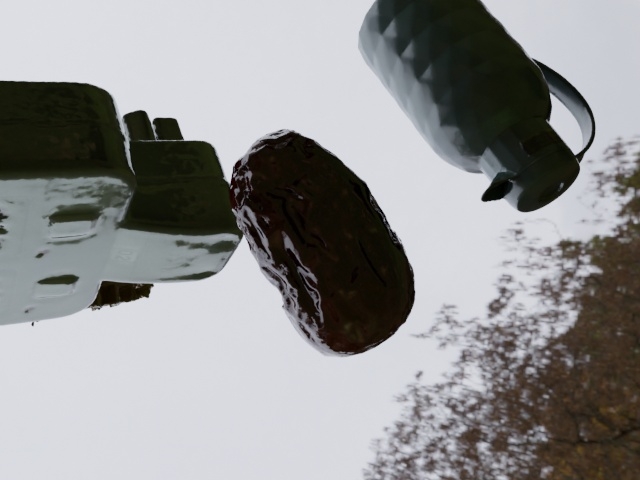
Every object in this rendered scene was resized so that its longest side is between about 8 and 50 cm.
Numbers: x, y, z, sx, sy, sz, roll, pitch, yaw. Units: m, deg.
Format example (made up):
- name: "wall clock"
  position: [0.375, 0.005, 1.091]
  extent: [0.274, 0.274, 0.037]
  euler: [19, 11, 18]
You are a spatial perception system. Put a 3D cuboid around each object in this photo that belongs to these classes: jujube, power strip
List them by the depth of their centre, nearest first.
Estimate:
- name: "jujube"
  position: [0.000, 0.000, 0.405]
  extent: [0.077, 0.077, 0.129]
  euler: [-34, -86, -35]
- name: "power strip"
  position: [-0.203, -0.037, 0.563]
  extent: [0.261, 0.229, 0.141]
  euler: [-5, -116, -30]

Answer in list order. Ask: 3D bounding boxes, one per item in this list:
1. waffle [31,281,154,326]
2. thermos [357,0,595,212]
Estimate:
- name: "waffle"
  position: [-0.245, 0.036, 0.746]
  extent: [0.192, 0.046, 0.160]
  euler: [-65, -39, -53]
- name: "thermos"
  position: [0.180, -0.161, 0.812]
  extent: [0.182, 0.145, 0.286]
  euler: [-21, -118, -22]
